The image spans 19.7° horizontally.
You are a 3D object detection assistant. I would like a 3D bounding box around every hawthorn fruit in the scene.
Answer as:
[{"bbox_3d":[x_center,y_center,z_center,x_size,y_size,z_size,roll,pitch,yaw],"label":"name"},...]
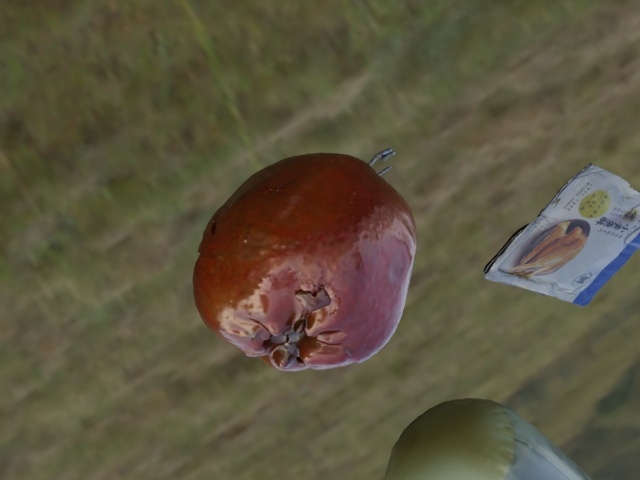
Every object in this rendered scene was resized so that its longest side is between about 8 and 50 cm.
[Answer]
[{"bbox_3d":[0.000,0.000,1.836,0.211,0.211,0.299,-37,-162,51],"label":"hawthorn fruit"}]

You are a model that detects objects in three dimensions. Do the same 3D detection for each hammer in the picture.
[{"bbox_3d":[0.188,0.199,1.121,0.305,0.202,0.113,15,-110,50],"label":"hammer"}]

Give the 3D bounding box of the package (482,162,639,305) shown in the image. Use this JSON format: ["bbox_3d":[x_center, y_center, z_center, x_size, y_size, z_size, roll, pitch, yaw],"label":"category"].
[{"bbox_3d":[0.277,-0.004,1.926,0.173,0.027,0.171,17,124,-39],"label":"package"}]
